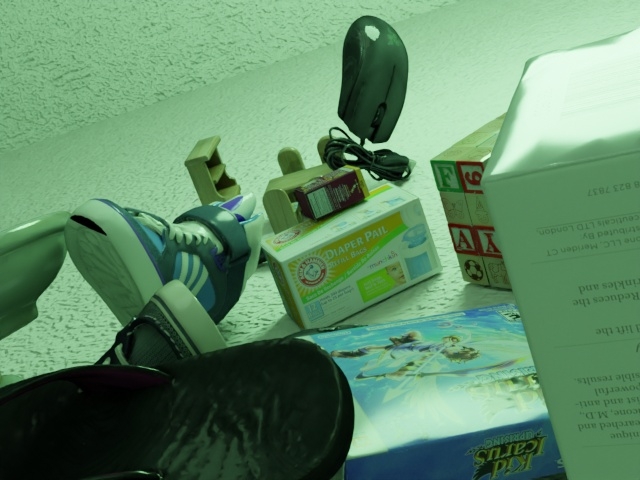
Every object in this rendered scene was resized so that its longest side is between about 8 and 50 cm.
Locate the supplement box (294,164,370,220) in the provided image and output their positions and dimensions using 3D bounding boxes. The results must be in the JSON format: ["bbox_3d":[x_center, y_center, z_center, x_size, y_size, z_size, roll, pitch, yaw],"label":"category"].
[{"bbox_3d":[0.015,-0.064,1.330,0.083,0.043,0.055,-25,15,-12],"label":"supplement box"}]

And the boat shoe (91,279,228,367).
[{"bbox_3d":[-0.194,0.154,1.078,0.158,0.127,0.340,-34,-9,-19],"label":"boat shoe"}]

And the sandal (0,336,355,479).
[{"bbox_3d":[-0.195,0.161,0.827,0.445,0.107,0.167,-18,54,14],"label":"sandal"}]

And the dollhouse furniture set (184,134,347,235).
[{"bbox_3d":[-0.079,-0.110,1.675,0.242,0.161,0.212,-15,21,12],"label":"dollhouse furniture set"}]

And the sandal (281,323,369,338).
[{"bbox_3d":[-0.008,0.122,1.130,0.254,0.054,0.097,-7,-19,30],"label":"sandal"}]

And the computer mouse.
[{"bbox_3d":[0.098,-0.238,1.634,0.188,0.272,0.072,8,-7,-41],"label":"computer mouse"}]

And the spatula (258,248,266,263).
[{"bbox_3d":[0.000,0.000,1.485,0.296,0.030,0.084,-13,-22,34],"label":"spatula"}]

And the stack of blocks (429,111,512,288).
[{"bbox_3d":[0.286,-0.085,1.278,0.297,0.171,0.087,-33,25,-32],"label":"stack of blocks"}]

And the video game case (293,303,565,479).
[{"bbox_3d":[0.114,0.143,0.934,0.269,0.061,0.244,-8,20,-14],"label":"video game case"}]

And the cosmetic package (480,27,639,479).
[{"bbox_3d":[0.236,0.075,0.644,0.156,0.385,0.217,-11,25,24],"label":"cosmetic package"}]

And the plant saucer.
[{"bbox_3d":[-0.454,0.102,1.191,0.400,0.100,0.400,-30,2,1],"label":"plant saucer"}]

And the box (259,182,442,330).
[{"bbox_3d":[0.039,0.021,1.320,0.203,0.114,0.103,-26,21,-12],"label":"box"}]

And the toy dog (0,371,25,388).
[{"bbox_3d":[-0.472,0.241,1.173,0.220,0.161,0.334,-18,21,5],"label":"toy dog"}]

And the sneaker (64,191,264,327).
[{"bbox_3d":[-0.179,-0.008,1.279,0.130,0.323,0.236,23,62,27],"label":"sneaker"}]
